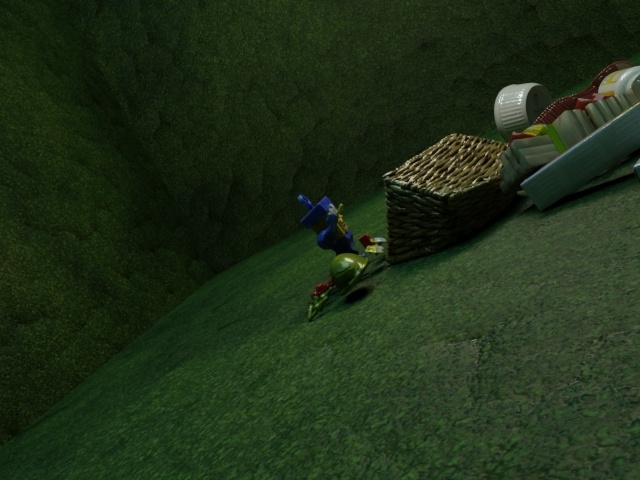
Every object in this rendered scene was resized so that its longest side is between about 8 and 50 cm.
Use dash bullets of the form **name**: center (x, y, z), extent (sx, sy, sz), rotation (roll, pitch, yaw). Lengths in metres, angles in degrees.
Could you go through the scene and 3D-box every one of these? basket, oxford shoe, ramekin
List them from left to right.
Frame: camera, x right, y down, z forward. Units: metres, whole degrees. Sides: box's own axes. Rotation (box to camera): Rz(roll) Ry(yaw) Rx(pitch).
- **basket**: center (0.301, -0.073, 1.409), extent (0.213, 0.223, 0.299), rotation (20, 39, 37)
- **ramekin**: center (0.684, -0.422, 2.129), extent (0.207, 0.207, 0.109), rotation (-32, 16, -32)
- **oxford shoe**: center (0.729, -0.348, 1.796), extent (0.348, 0.123, 0.130), rotation (-33, -18, 2)

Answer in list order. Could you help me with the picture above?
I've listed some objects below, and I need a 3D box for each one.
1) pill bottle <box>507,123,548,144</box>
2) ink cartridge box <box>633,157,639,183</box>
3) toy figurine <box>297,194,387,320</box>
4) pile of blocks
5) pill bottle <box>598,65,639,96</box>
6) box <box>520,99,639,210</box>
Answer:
- **pill bottle**: center (0.510, -0.213, 1.574), extent (0.103, 0.103, 0.184), rotation (-23, 8, 44)
- **ink cartridge box**: center (0.605, -0.163, 0.956), extent (0.224, 0.045, 0.223), rotation (-25, 6, 43)
- **toy figurine**: center (0.000, 0.000, 1.439), extent (0.191, 0.217, 0.362), rotation (-37, 4, 17)
- **pile of blocks**: center (0.510, -0.212, 1.264), extent (0.362, 0.112, 0.149), rotation (-21, -22, 3)
- **pill bottle**: center (0.783, -0.373, 1.607), extent (0.118, 0.117, 0.208), rotation (-28, 5, 10)
- **box**: center (0.498, -0.168, 1.105), extent (0.324, 0.067, 0.063), rotation (-40, -4, 36)
